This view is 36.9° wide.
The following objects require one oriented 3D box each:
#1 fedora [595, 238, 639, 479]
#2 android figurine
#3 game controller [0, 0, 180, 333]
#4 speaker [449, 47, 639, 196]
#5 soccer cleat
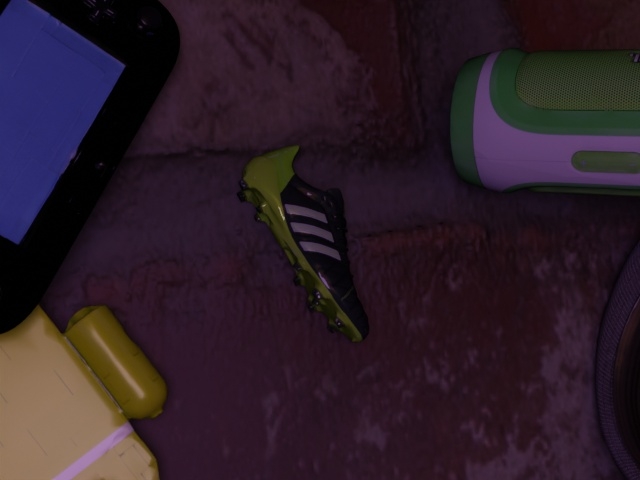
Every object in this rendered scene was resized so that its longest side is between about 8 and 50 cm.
[{"bbox_3d":[0.358,0.110,0.795,0.124,0.244,0.275,23,71,-37],"label":"fedora"},{"bbox_3d":[-0.233,0.164,0.726,0.248,0.056,0.273,-35,87,-16],"label":"android figurine"},{"bbox_3d":[-0.233,-0.091,0.727,0.166,0.067,0.319,37,61,-27],"label":"game controller"},{"bbox_3d":[0.261,-0.094,0.767,0.297,0.131,0.131,4,76,26],"label":"speaker"},{"bbox_3d":[0.000,0.000,0.801,0.072,0.060,0.179,-31,84,-16],"label":"soccer cleat"}]
